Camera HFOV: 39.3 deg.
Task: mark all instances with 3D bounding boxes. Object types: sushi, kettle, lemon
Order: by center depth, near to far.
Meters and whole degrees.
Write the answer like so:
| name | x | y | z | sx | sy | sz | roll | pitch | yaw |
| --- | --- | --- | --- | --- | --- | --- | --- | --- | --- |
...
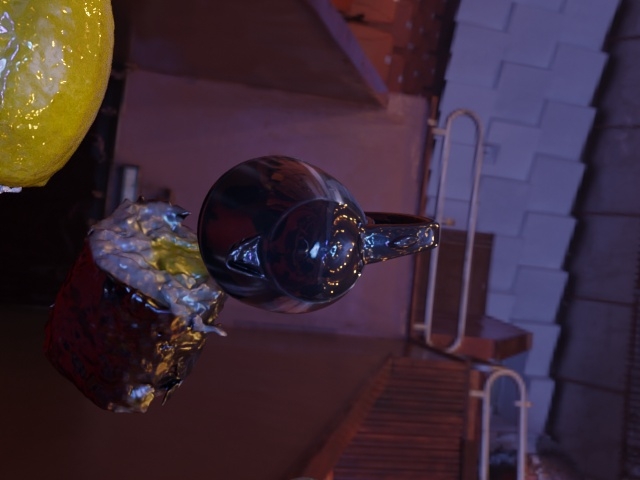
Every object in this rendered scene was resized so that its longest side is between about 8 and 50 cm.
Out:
| name | x | y | z | sx | sy | sz | roll | pitch | yaw |
| --- | --- | --- | --- | --- | --- | --- | --- | --- | --- |
| lemon | -0.367 | -0.214 | 0.994 | 0.285 | 0.286 | 0.316 | -121 | -147 | -64 |
| kettle | -0.014 | 0.010 | 1.109 | 0.207 | 0.251 | 0.271 | -63 | -163 | -2 |
| sushi | -0.318 | 0.121 | 1.579 | 0.294 | 0.281 | 0.299 | -55 | -169 | 28 |

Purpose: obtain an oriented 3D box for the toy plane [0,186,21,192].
| name | x | y | z | sx | sy | sz | roll | pitch | yaw |
| --- | --- | --- | --- | --- | --- | --- | --- | --- | --- |
| toy plane | -0.594 | -0.168 | 1.687 | 0.080 | 0.174 | 0.173 | 31 | -63 | 41 |

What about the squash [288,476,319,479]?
| name | x | y | z | sx | sy | sz | roll | pitch | yaw |
| --- | --- | --- | --- | --- | --- | --- | --- | --- | --- |
| squash | -0.008 | 0.403 | 1.345 | 0.292 | 0.082 | 0.082 | 55 | 30 | -61 |
